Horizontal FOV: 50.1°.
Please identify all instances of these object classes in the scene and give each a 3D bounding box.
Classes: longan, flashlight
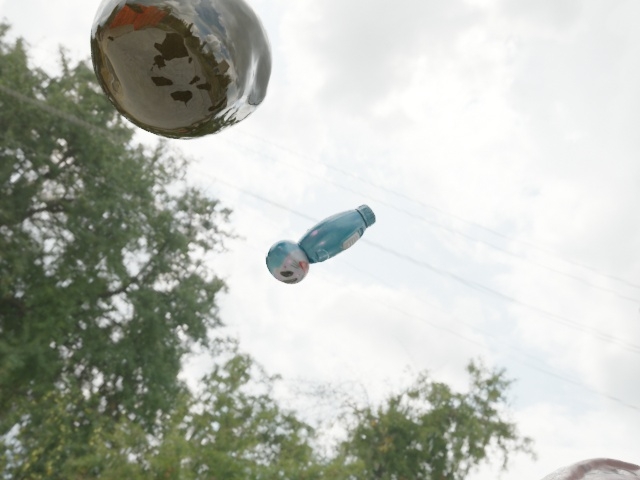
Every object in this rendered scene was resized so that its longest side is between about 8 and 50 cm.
[{"bbox_3d":[-0.150,-0.200,0.743,0.198,0.212,0.198,8,-55,11],"label":"longan"},{"bbox_3d":[0.000,0.000,0.735,0.051,0.129,0.051,52,-14,18],"label":"flashlight"}]

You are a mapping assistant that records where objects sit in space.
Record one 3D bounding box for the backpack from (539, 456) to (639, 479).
[{"bbox_3d":[0.223,0.252,0.470,0.229,0.229,0.139,23,-55,15],"label":"backpack"}]
